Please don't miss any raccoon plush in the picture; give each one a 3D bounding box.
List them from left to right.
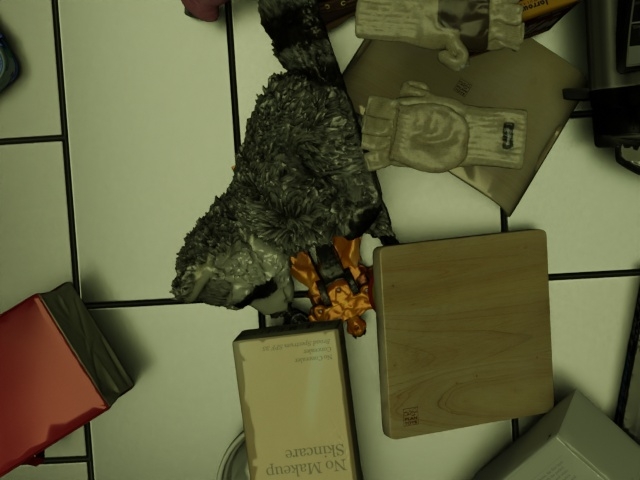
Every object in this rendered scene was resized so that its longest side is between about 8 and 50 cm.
[{"bbox_3d":[-0.097,-0.121,1.704,0.299,0.216,0.447,-18,85,5],"label":"raccoon plush"}]

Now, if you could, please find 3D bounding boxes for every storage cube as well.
[{"bbox_3d":[-0.402,0.192,1.834,0.193,0.183,0.215,-32,91,4],"label":"storage cube"}]

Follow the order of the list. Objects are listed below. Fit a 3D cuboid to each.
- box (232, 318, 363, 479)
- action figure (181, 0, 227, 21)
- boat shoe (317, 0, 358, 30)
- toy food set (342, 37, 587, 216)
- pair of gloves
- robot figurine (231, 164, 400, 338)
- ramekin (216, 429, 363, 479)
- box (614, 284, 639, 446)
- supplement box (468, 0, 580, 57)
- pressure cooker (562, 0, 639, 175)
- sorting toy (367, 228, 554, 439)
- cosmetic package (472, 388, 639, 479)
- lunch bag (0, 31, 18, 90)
[{"bbox_3d":[-0.023,0.269,1.734,0.148,0.121,0.311,-8,93,4],"label":"box"},{"bbox_3d":[-0.138,-0.433,1.737,0.370,0.276,0.248,37,90,14],"label":"action figure"},{"bbox_3d":[0.045,-0.351,1.797,0.207,0.073,0.073,-28,55,12],"label":"boat shoe"},{"bbox_3d":[0.191,-0.204,1.820,0.306,0.092,0.220,32,84,0],"label":"toy food set"},{"bbox_3d":[0.144,-0.200,1.569,0.204,0.042,0.240,-2,89,-1],"label":"pair of gloves"},{"bbox_3d":[0.000,0.000,1.840,0.211,0.085,0.291,-23,92,6],"label":"robot figurine"},{"bbox_3d":[-0.039,0.341,1.857,0.207,0.109,0.207,0,94,4],"label":"ramekin"},{"bbox_3d":[0.573,0.201,1.824,0.293,0.073,0.296,10,96,4],"label":"box"},{"bbox_3d":[0.226,-0.360,1.691,0.129,0.191,0.194,-20,88,-5],"label":"supplement box"},{"bbox_3d":[0.521,-0.268,1.644,0.375,0.370,0.421,-5,95,-13],"label":"pressure cooker"},{"bbox_3d":[0.183,0.120,1.793,0.257,0.089,0.256,-6,96,-23],"label":"sorting toy"},{"bbox_3d":[0.342,0.366,1.781,0.224,0.138,0.224,42,122,-1],"label":"cosmetic package"},{"bbox_3d":[-0.545,-0.279,1.854,0.176,0.090,0.219,-36,91,7],"label":"lunch bag"}]
